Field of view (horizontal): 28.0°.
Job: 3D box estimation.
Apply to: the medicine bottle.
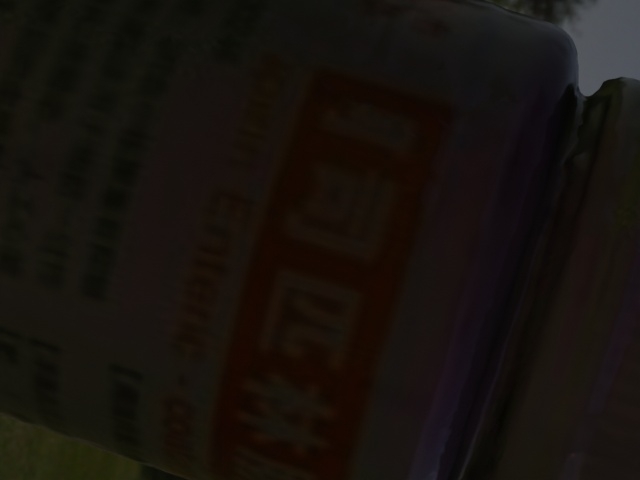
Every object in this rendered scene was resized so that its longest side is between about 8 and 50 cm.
[{"bbox_3d":[0.000,0.000,0.517,0.219,0.388,0.219,19,90,-84],"label":"medicine bottle"}]
